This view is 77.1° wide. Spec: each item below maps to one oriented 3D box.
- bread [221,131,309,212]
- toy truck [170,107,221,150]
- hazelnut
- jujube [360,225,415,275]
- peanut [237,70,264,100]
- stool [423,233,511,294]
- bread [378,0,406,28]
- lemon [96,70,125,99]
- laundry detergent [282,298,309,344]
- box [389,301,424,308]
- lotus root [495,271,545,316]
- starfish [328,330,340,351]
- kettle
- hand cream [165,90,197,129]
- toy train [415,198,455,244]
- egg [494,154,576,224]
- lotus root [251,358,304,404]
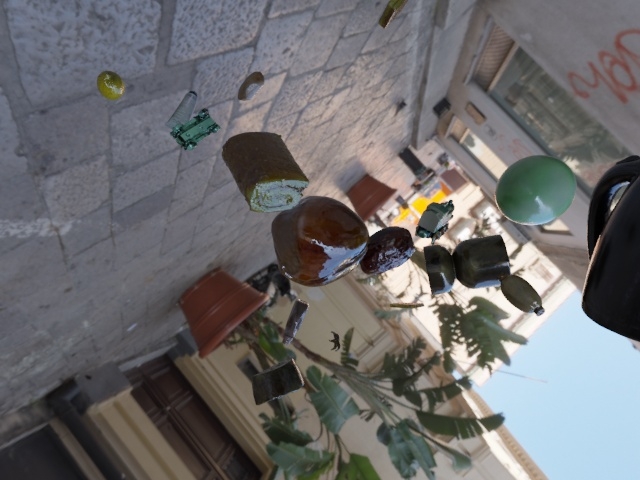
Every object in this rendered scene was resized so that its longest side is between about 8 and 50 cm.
[{"bbox_3d":[-0.116,-0.141,0.822,0.132,0.172,0.103,-9,140,-29],"label":"bread"},{"bbox_3d":[-0.381,-0.331,1.223,0.078,0.080,0.154,-19,-154,47],"label":"toy truck"},{"bbox_3d":[0.000,0.000,1.462,0.373,0.315,0.372,0,150,0],"label":"hazelnut"},{"bbox_3d":[0.266,0.038,1.646,0.243,0.183,0.183,-23,175,5],"label":"jujube"},{"bbox_3d":[-0.306,-0.673,1.761,0.152,0.076,0.076,-46,173,7],"label":"peanut"},{"bbox_3d":[0.507,0.086,1.405,0.264,0.179,0.179,-10,-178,15],"label":"stool"},{"bbox_3d":[0.216,-0.676,1.163,0.090,0.035,0.094,-50,-173,-8],"label":"bread"},{"bbox_3d":[-0.672,-0.498,1.288,0.082,0.082,0.111,-39,-174,-23],"label":"lemon"},{"bbox_3d":[-0.134,0.418,2.026,0.171,0.076,0.237,138,-25,-86],"label":"laundry detergent"},{"bbox_3d":[0.398,0.298,1.849,0.073,0.020,0.149,0,175,-40],"label":"box"},{"bbox_3d":[0.513,0.133,1.040,0.062,0.150,0.073,-13,134,-25],"label":"lotus root"},{"bbox_3d":[0.064,0.451,1.778,0.028,0.078,0.091,3,113,-34],"label":"starfish"},{"bbox_3d":[0.567,-0.004,0.692,0.208,0.290,0.268,-7,-161,-8],"label":"kettle"},{"bbox_3d":[-0.620,-0.585,1.830,0.059,0.095,0.276,-32,-142,41],"label":"hand cream"},{"bbox_3d":[0.369,-0.067,1.270,0.194,0.081,0.125,-28,143,-50],"label":"toy train"},{"bbox_3d":[0.686,-0.160,1.290,0.270,0.220,0.220,-29,167,-34],"label":"egg"},{"bbox_3d":[-0.160,0.555,1.597,0.138,0.119,0.235,-27,168,33],"label":"lotus root"}]
